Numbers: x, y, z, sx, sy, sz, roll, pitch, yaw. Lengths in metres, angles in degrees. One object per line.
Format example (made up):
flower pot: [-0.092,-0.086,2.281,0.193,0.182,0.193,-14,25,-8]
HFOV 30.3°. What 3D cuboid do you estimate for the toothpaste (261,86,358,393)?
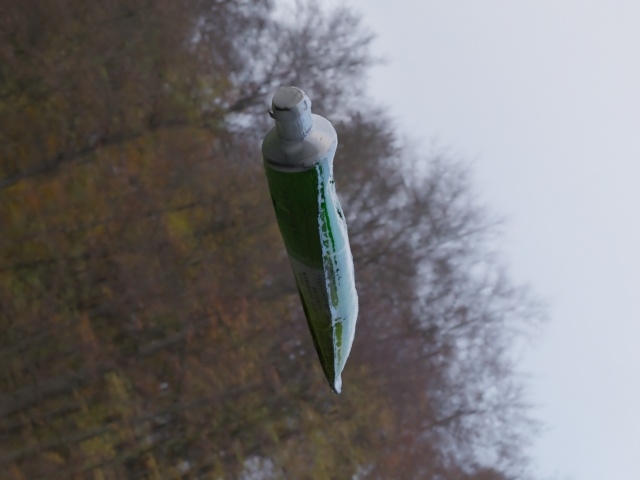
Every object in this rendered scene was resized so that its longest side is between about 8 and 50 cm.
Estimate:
toothpaste: [0.000,0.000,0.787,0.248,0.046,0.078,78,18,-45]
